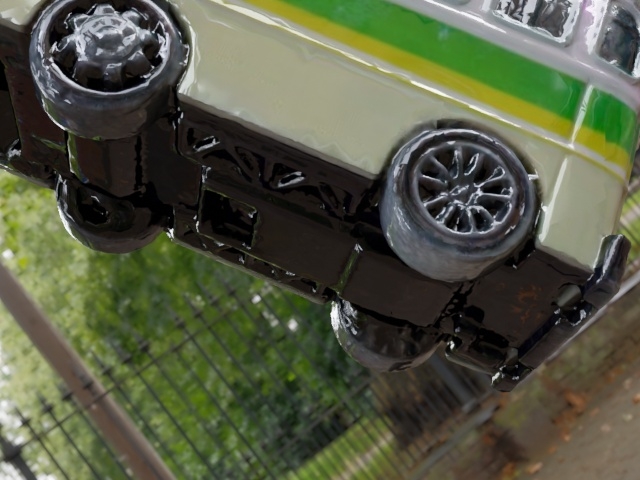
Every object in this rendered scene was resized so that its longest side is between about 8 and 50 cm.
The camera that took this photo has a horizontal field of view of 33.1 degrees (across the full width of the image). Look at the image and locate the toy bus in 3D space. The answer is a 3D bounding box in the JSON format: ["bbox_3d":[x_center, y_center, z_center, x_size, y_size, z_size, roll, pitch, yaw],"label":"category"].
[{"bbox_3d":[-0.016,-0.075,0.477,0.143,0.305,0.179,108,-175,-65],"label":"toy bus"}]
